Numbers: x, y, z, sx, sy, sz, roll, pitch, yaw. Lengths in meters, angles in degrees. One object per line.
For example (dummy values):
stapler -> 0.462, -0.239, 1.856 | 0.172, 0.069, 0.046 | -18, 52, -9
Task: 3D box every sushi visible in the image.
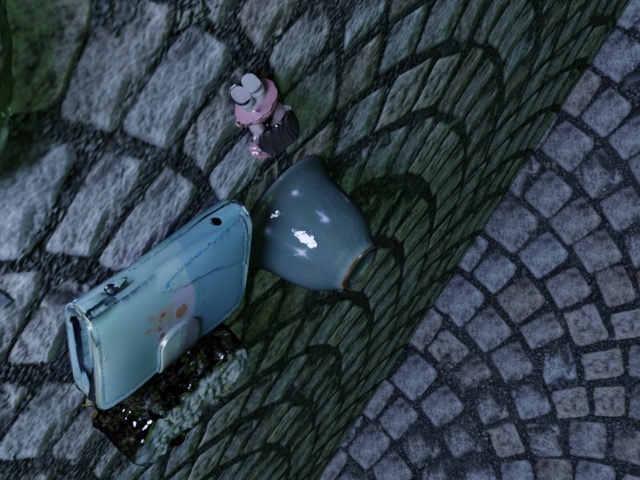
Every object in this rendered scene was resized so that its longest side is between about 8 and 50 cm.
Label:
sushi -> -0.199, 0.193, 1.148 | 0.212, 0.115, 0.147 | -46, 157, -20

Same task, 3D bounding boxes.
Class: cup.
cup -> 0.000, 0.000, 1.241 | 0.199, 0.150, 0.199 | -46, 160, -22

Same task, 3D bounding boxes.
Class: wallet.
wallet -> -0.187, 0.074, 1.029 | 0.250, 0.075, 0.176 | -38, 152, -38

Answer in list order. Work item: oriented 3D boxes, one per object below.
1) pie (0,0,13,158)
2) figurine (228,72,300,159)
pie -> -0.299, -0.072, 0.506 | 0.306, 0.071, 0.306 | -45, 159, -23
figurine -> -0.066, -0.137, 0.990 | 0.072, 0.054, 0.129 | -49, 159, -3
